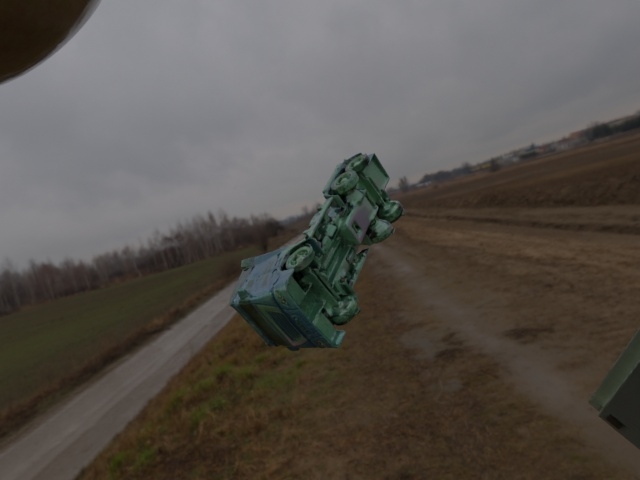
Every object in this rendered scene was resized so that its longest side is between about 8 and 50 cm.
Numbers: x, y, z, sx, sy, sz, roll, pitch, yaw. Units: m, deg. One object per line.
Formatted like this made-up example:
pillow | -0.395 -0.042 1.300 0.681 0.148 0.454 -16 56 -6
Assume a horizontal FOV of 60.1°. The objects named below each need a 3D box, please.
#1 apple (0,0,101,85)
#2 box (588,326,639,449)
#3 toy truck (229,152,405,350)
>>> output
apple | -0.263 -0.218 0.352 0.257 0.256 0.234 -15 11 18
box | 0.298 0.098 0.295 0.117 0.225 0.225 -37 -34 -16
toy truck | 0.000 0.000 0.420 0.081 0.067 0.175 -15 34 38
